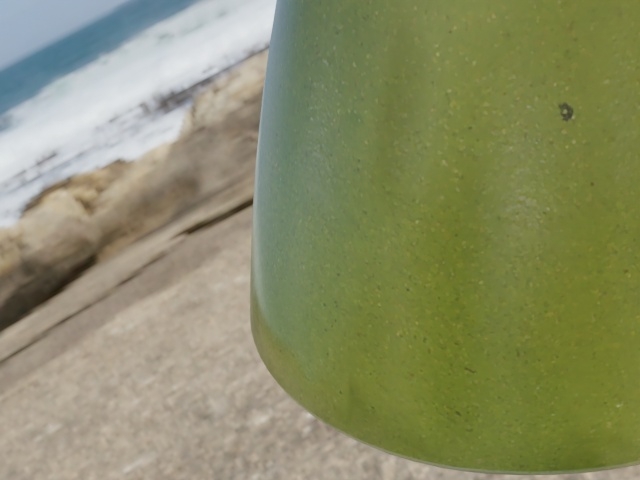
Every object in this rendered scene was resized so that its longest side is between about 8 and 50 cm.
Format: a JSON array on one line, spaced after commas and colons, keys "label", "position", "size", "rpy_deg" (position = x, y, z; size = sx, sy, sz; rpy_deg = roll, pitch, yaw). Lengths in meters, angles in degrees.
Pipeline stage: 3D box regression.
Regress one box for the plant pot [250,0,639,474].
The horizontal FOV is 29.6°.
[{"label": "plant pot", "position": [0.088, -0.097, 0.540], "size": [0.274, 0.294, 0.275], "rpy_deg": [-4, 32, 3]}]
